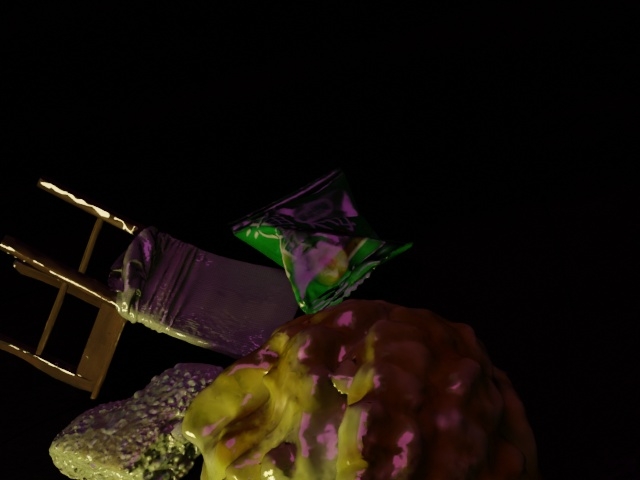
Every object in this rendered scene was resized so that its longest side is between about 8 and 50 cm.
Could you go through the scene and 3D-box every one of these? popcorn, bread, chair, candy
[{"bbox_3d":[0.033,0.182,1.354,0.274,0.279,0.335,4,45,-20],"label":"popcorn"},{"bbox_3d":[-0.187,0.202,1.727,0.232,0.064,0.172,-23,30,15],"label":"bread"},{"bbox_3d":[-0.199,0.075,1.863,0.160,0.319,0.186,-70,4,-50],"label":"chair"},{"bbox_3d":[-0.001,0.004,1.837,0.141,0.078,0.203,-19,39,-17],"label":"candy"}]
